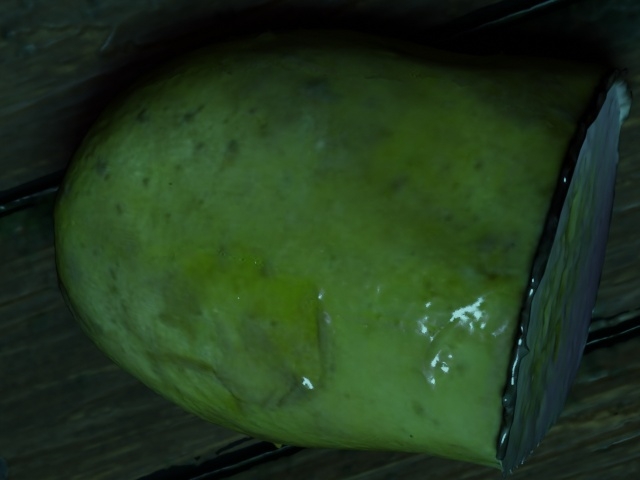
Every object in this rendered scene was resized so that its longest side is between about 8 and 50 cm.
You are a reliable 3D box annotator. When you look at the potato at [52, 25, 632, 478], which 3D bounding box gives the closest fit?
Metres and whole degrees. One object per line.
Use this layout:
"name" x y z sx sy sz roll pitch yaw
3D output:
"potato" 0.000 0.000 0.969 0.266 0.229 0.229 13 118 11
